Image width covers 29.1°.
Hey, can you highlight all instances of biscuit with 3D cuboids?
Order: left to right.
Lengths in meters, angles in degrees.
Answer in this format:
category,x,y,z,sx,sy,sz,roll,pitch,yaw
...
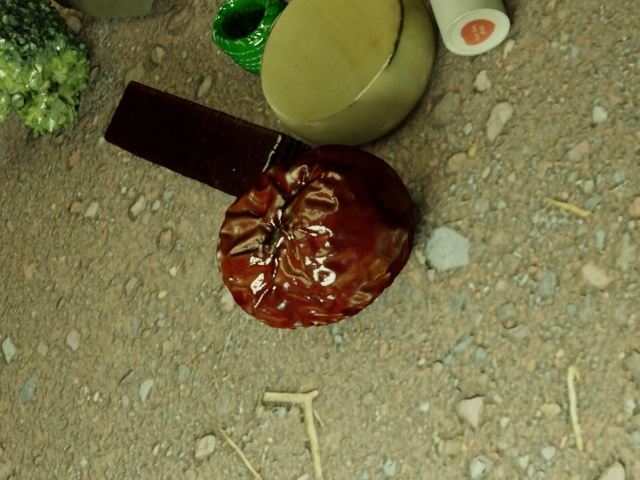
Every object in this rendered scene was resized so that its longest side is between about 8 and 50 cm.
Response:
category,x,y,z,sx,sy,sz,roll,pitch,yaw
biscuit,-0.171,-0.141,1.801,0.388,0.073,0.107,23,88,43

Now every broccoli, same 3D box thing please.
category,x,y,z,sx,sy,sz,roll,pitch,yaw
broccoli,-0.541,-0.301,1.986,0.277,0.317,0.338,32,52,14

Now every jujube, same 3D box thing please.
category,x,y,z,sx,sy,sz,roll,pitch,yaw
jujube,0.000,0.000,1.517,0.232,0.213,0.212,-29,55,34

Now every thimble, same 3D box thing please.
category,x,y,z,sx,sy,sz,roll,pitch,yaw
thimble,-0.091,-0.305,1.793,0.130,0.090,0.118,-12,61,35

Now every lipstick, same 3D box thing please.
category,x,y,z,sx,sy,sz,roll,pitch,yaw
lipstick,0.164,-0.391,1.619,0.087,0.087,0.326,-31,54,26

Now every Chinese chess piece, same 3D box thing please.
category,x,y,z,sx,sy,sz,roll,pitch,yaw
Chinese chess piece,0.037,-0.245,1.656,0.251,0.097,0.250,-17,60,33

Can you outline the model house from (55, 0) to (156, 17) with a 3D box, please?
category,x,y,z,sx,sy,sz,roll,pitch,yaw
model house,-0.334,-0.500,2.042,0.199,0.220,0.229,132,159,-75
